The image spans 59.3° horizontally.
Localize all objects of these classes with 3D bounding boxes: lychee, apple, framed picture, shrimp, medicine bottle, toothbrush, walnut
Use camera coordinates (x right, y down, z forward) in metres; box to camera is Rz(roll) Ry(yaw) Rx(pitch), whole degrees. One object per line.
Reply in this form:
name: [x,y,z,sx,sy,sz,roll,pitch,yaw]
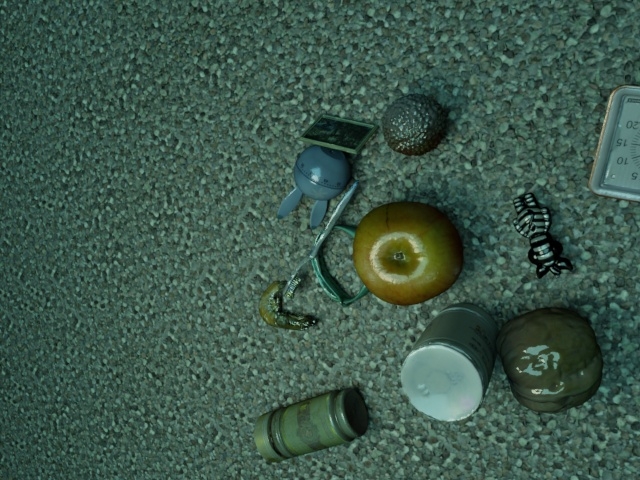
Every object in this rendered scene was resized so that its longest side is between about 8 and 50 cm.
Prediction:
lychee: [0.238,-0.297,1.447,0.165,0.197,0.165,-5,115,-11]
apple: [0.218,0.030,1.434,0.286,0.233,0.286,1,96,12]
framed picture: [0.049,-0.298,1.550,0.183,0.142,0.011,18,139,23]
shrimp: [-0.100,0.202,1.728,0.217,0.051,0.150,8,93,29]
medicine bottle: [0.328,0.282,1.376,0.190,0.332,0.189,5,102,23]
toothbrush: [0.000,0.000,1.600,0.042,0.035,0.413,32,110,3]
walnut: [0.542,0.279,1.325,0.248,0.248,0.248,3,98,25]
medicine bottle: [-0.028,0.551,1.677,0.322,0.151,0.151,-26,85,26]

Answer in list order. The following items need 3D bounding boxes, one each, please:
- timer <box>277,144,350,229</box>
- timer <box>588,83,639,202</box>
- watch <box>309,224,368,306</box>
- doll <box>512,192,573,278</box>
timer: [-0.015,-0.166,1.603,0.175,0.175,0.255,54,144,10]
timer: [0.740,-0.199,1.212,0.257,0.161,0.250,14,110,23]
watch: [0.071,0.069,1.616,0.195,0.068,0.237,-16,88,28]
doll: [0.538,-0.010,1.382,0.091,0.067,0.219,-24,80,30]
